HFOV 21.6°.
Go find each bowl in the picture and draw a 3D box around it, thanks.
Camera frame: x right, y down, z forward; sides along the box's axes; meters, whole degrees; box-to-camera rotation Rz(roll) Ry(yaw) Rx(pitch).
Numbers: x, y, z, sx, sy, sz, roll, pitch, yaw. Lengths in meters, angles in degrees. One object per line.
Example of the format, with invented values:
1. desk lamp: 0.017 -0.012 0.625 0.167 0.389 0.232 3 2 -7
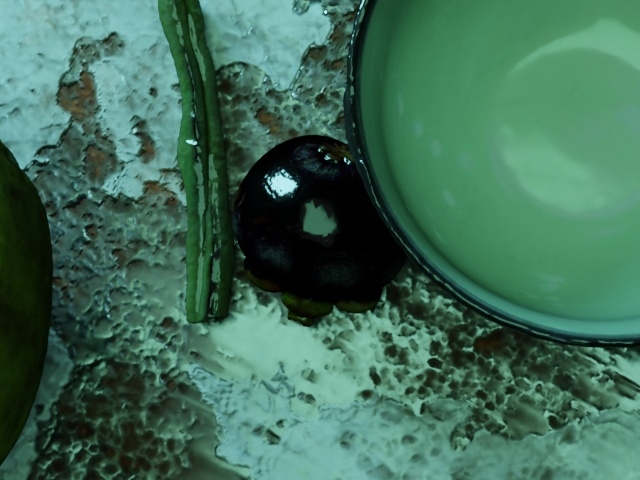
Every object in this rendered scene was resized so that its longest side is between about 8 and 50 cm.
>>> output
1. bowl: 0.193 -0.090 1.200 0.354 0.185 0.353 0 81 1

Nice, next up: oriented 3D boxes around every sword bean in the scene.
1. sword bean: -0.097 -0.069 1.313 0.043 0.038 0.269 -4 83 -20

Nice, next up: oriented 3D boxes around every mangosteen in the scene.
1. mangosteen: 0.000 0.000 1.259 0.137 0.137 0.151 15 120 7

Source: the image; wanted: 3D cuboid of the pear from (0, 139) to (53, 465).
1. pear: -0.374 0.054 1.184 0.352 0.352 0.413 40 86 9
